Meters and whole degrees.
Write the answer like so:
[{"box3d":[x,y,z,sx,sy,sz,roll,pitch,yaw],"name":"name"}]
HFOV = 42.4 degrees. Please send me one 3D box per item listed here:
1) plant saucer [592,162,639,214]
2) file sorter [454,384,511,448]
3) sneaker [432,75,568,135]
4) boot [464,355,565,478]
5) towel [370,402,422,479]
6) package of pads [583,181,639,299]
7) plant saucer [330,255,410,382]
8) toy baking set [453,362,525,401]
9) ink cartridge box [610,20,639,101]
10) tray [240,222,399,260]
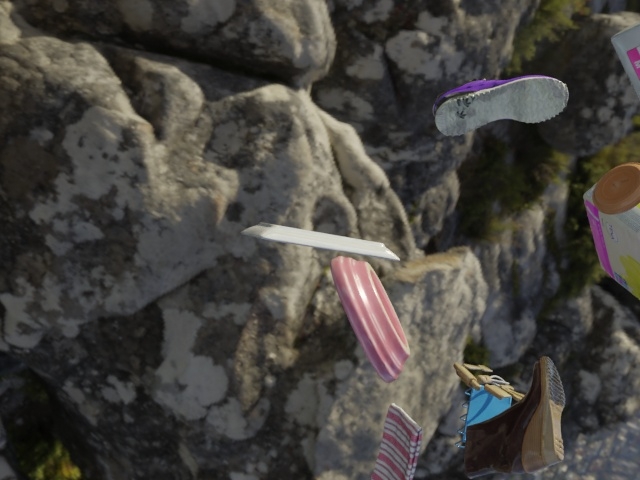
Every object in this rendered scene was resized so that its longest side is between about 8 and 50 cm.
[{"box3d":[0.405,-0.072,1.114,0.013,0.083,0.083,41,77,-30],"name":"plant saucer"},{"box3d":[0.462,0.516,2.365,0.104,0.118,0.170,114,-7,-65],"name":"file sorter"},{"box3d":[0.386,-0.317,1.813,0.294,0.146,0.102,-9,118,2],"name":"sneaker"},{"box3d":[0.390,0.362,1.696,0.090,0.207,0.248,45,41,-35],"name":"boot"},{"box3d":[0.172,0.487,1.877,0.029,0.144,0.197,8,99,-24],"name":"towel"},{"box3d":[0.692,0.022,1.774,0.101,0.229,0.296,-36,134,-2],"name":"package of pads"},{"box3d":[0.130,0.180,2.014,0.084,0.332,0.332,-26,133,7],"name":"plant saucer"},{"box3d":[0.459,0.391,2.264,0.197,0.256,0.030,22,98,-21],"name":"toy baking set"},{"box3d":[0.629,-0.252,1.299,0.060,0.239,0.275,-34,98,-43],"name":"ink cartridge box"},{"box3d":[0.000,0.000,1.520,0.271,0.145,0.030,9,91,-20],"name":"tray"}]
